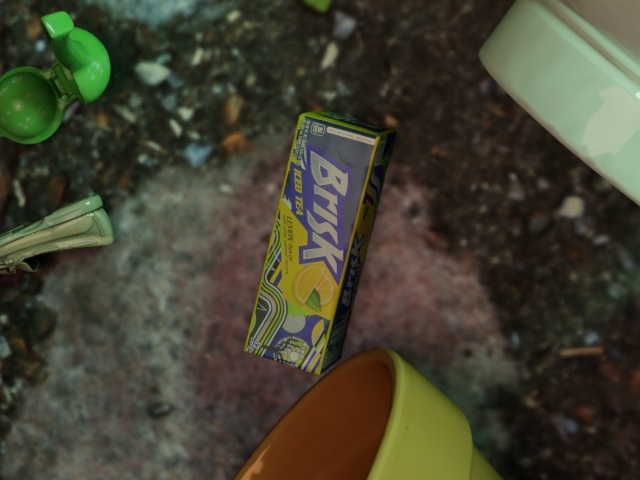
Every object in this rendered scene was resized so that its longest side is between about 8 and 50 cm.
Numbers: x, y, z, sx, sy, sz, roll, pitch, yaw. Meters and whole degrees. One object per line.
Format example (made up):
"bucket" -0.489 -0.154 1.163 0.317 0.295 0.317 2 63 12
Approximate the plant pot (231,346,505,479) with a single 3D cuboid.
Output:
"plant pot" 0.036 0.241 0.756 0.203 0.291 0.291 36 108 -10

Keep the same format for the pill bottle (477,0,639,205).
"pill bottle" 0.277 -0.201 0.623 0.229 0.229 0.408 42 107 6

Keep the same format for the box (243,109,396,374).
"box" 0.000 0.000 0.828 0.059 0.054 0.169 17 102 13

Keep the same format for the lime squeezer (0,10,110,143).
"lime squeezer" -0.209 -0.094 0.855 0.059 0.110 0.310 50 140 -13

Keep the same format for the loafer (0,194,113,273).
"loafer" -0.210 0.006 0.897 0.125 0.045 0.039 -22 99 16
